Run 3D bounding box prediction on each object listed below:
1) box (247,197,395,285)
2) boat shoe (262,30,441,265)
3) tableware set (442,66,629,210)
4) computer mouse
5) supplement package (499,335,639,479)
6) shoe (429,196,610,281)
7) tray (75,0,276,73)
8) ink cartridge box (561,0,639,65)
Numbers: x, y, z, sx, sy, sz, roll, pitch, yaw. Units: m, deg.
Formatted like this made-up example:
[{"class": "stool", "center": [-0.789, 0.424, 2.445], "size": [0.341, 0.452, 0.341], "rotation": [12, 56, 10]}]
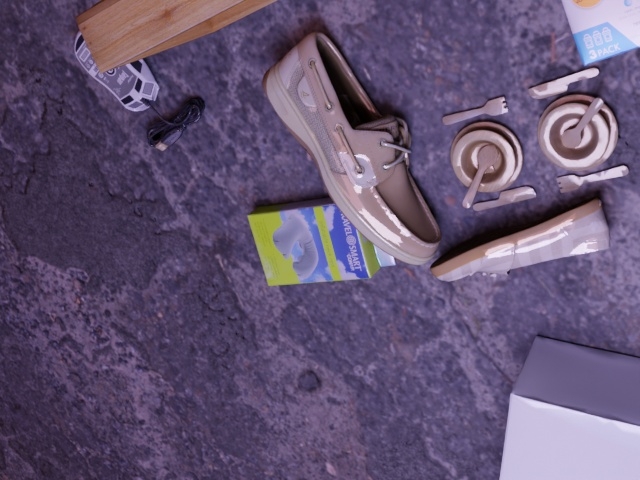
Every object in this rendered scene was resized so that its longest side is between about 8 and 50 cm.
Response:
[{"class": "box", "center": [0.000, 0.000, 1.124], "size": [0.178, 0.042, 0.109], "rotation": [-6, 109, 29]}, {"class": "boat shoe", "center": [0.055, -0.108, 1.014], "size": [0.098, 0.109, 0.302], "rotation": [-37, 87, 34]}, {"class": "tableware set", "center": [0.235, -0.103, 0.966], "size": [0.194, 0.039, 0.128], "rotation": [-15, 105, 30]}, {"class": "computer mouse", "center": [-0.248, -0.215, 1.152], "size": [0.193, 0.042, 0.106], "rotation": [47, 128, -6]}, {"class": "supplement package", "center": [0.323, 0.251, 1.013], "size": [0.194, 0.149, 0.203], "rotation": [11, 116, 21]}, {"class": "shoe", "center": [0.230, 0.014, 0.998], "size": [0.219, 0.076, 0.058], "rotation": [-22, 96, 30]}, {"class": "tray", "center": [-0.050, -0.294, 0.886], "size": [0.410, 0.203, 0.076], "rotation": [-15, 105, 39]}, {"class": "ink cartridge box", "center": [0.286, -0.280, 0.849], "size": [0.104, 0.061, 0.181], "rotation": [-16, 104, 30]}]
